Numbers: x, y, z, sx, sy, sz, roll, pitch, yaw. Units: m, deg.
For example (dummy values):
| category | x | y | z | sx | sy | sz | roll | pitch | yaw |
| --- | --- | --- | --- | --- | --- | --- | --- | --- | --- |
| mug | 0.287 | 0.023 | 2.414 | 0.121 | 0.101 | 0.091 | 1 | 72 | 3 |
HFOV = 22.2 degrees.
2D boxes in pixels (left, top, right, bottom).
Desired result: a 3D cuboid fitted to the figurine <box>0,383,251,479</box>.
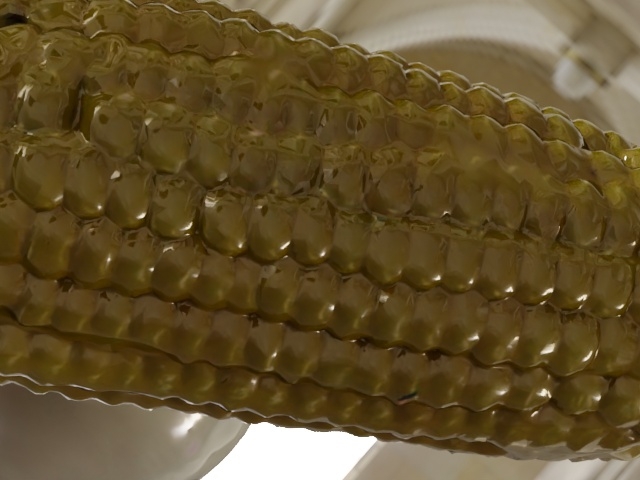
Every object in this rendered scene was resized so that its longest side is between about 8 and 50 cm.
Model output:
| category | x | y | z | sx | sy | sz | roll | pitch | yaw |
| --- | --- | --- | --- | --- | --- | --- | --- | --- | --- |
| figurine | -0.094 | 0.008 | 0.577 | 0.237 | 0.162 | 0.141 | 61 | -2 | -35 |

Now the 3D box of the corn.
| category | x | y | z | sx | sy | sz | roll | pitch | yaw |
| --- | --- | --- | --- | --- | --- | --- | --- | --- | --- |
| corn | 0.000 | 0.000 | 0.382 | 0.261 | 0.097 | 0.097 | 13 | 1 | -11 |
